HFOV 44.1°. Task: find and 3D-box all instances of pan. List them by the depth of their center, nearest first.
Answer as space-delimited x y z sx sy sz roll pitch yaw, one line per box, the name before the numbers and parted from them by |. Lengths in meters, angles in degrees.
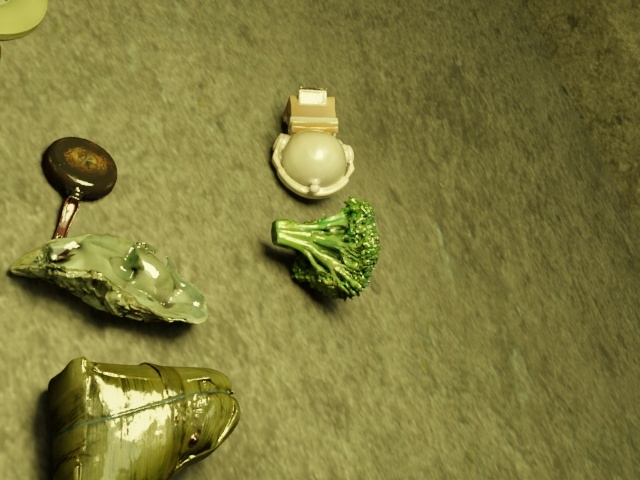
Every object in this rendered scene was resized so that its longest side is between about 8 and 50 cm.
pan | -0.368 -0.076 1.183 0.114 0.040 0.212 24 46 -24

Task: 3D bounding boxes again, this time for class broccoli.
broccoli | 0.000 0.000 1.390 0.194 0.219 0.194 -4 102 -20

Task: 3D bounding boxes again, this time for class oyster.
oyster | -0.277 0.064 1.129 0.199 0.087 0.252 51 31 13

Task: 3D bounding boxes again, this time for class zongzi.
zongzi | -0.211 0.291 0.997 0.250 0.125 0.274 7 59 -33

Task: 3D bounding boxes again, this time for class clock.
clock | -0.556 -0.422 1.268 0.235 0.029 0.235 24 49 -31

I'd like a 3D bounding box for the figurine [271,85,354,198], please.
figurine | -0.018 -0.177 1.549 0.162 0.141 0.237 0 60 -12
